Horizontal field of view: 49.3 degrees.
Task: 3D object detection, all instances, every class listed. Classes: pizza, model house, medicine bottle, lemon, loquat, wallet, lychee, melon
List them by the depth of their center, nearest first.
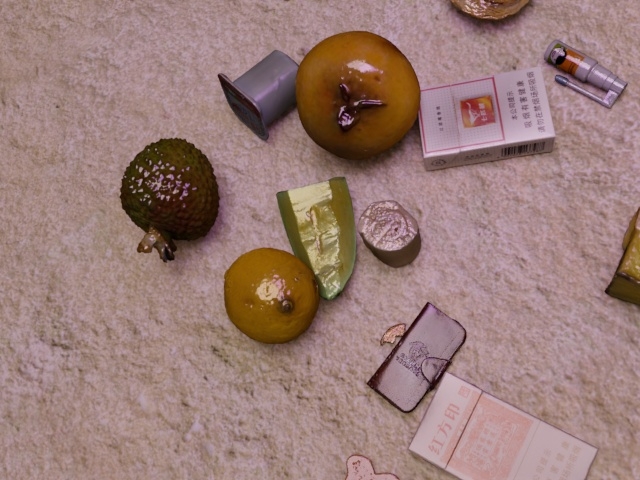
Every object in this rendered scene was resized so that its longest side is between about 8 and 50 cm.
[{"bbox_3d":[0.773,0.035,1.555,0.193,0.175,0.234,21,80,20],"label":"model house"},{"bbox_3d":[0.238,0.283,1.672,0.137,0.031,0.255,35,82,21],"label":"wallet"},{"bbox_3d":[-0.126,0.129,1.709,0.228,0.228,0.253,-46,53,-5],"label":"lemon"},{"bbox_3d":[0.179,0.231,1.715,0.083,0.016,0.037,-38,65,-6],"label":"pizza"},{"bbox_3d":[0.000,0.000,1.786,0.196,0.124,0.324,-15,76,13],"label":"melon"},{"bbox_3d":[0.095,-0.383,1.813,0.328,0.329,0.359,-1,26,13],"label":"loquat"},{"bbox_3d":[0.680,-0.432,1.814,0.220,0.061,0.092,37,107,22],"label":"medicine bottle"},{"bbox_3d":[-0.395,-0.113,1.846,0.269,0.270,0.320,15,95,18],"label":"lychee"}]

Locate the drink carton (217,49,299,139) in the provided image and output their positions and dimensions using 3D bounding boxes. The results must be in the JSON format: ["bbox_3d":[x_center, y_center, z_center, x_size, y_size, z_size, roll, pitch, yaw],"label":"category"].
[{"bbox_3d":[-0.152,-0.417,1.948,0.185,0.191,0.189,38,73,25],"label":"drink carton"}]

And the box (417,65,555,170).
[{"bbox_3d":[0.420,-0.313,1.811,0.330,0.095,0.210,-8,69,12],"label":"box"}]

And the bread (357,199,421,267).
[{"bbox_3d":[0.175,-0.018,1.736,0.148,0.141,0.134,31,81,21],"label":"bread"}]

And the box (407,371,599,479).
[{"bbox_3d":[0.401,0.466,1.556,0.365,0.051,0.205,25,78,20],"label":"box"}]

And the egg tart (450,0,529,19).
[{"bbox_3d":[0.464,-0.724,1.945,0.290,0.107,0.291,-3,71,7],"label":"egg tart"}]

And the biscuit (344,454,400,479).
[{"bbox_3d":[0.069,0.620,1.590,0.165,0.036,0.250,29,76,22],"label":"biscuit"}]
